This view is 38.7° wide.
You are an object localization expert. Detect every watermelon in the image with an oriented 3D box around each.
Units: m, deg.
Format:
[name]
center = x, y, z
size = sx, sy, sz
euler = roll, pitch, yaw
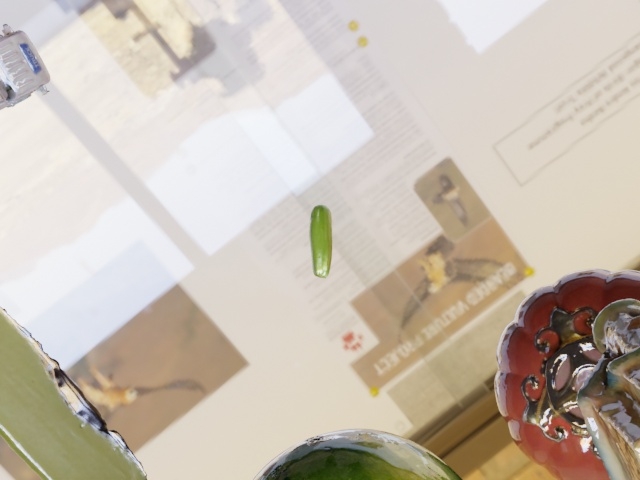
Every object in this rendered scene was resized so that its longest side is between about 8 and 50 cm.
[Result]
[watermelon]
center = 0.037, 0.288, 0.805
size = 0.242, 0.242, 0.242
euler = -36, -166, 10

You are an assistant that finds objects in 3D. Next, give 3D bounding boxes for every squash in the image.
[squash]
center = 0.001, -0.001, 0.917
size = 0.027, 0.027, 0.089
euler = -31, -137, 29

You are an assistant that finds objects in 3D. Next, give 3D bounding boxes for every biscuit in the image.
[biscuit]
center = -0.317, 0.186, 1.012
size = 0.038, 0.322, 0.099
euler = -26, -163, 48

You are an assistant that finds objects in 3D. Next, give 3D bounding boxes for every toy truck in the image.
[toy truck]
center = -0.544, -0.228, 1.392
size = 0.268, 0.124, 0.155
euler = -40, -158, -34

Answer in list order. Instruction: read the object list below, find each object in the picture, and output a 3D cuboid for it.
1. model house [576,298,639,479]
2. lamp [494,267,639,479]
[model house]
center = 0.411, 0.203, 0.929
size = 0.245, 0.312, 0.280
euler = -27, -171, 3
[lamp]
center = 0.382, 0.185, 1.209
size = 0.303, 0.303, 0.257
euler = -34, 160, 18
